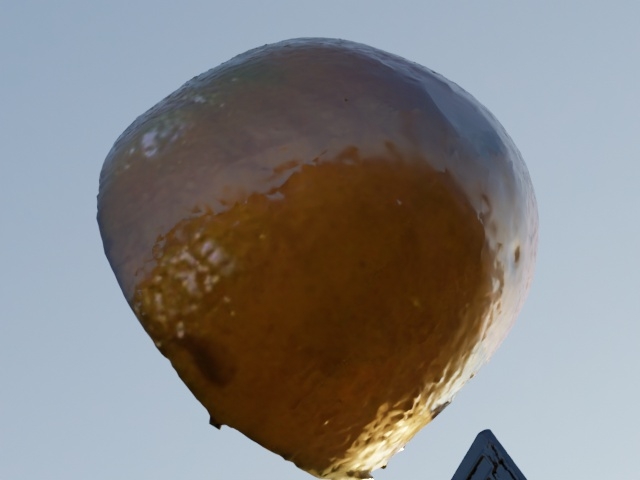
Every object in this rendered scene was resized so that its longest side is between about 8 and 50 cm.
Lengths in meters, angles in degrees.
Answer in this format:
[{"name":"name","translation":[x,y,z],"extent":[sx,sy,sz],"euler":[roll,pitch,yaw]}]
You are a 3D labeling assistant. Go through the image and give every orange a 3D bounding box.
[{"name":"orange","translation":[0.003,0.002,1.172],"extent":[0.310,0.274,0.274],"euler":[-33,-44,-30]}]

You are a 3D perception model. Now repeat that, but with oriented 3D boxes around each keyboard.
[{"name":"keyboard","translation":[0.154,0.222,1.352],"extent":[0.013,0.204,0.061],"euler":[2,-52,-39]}]
